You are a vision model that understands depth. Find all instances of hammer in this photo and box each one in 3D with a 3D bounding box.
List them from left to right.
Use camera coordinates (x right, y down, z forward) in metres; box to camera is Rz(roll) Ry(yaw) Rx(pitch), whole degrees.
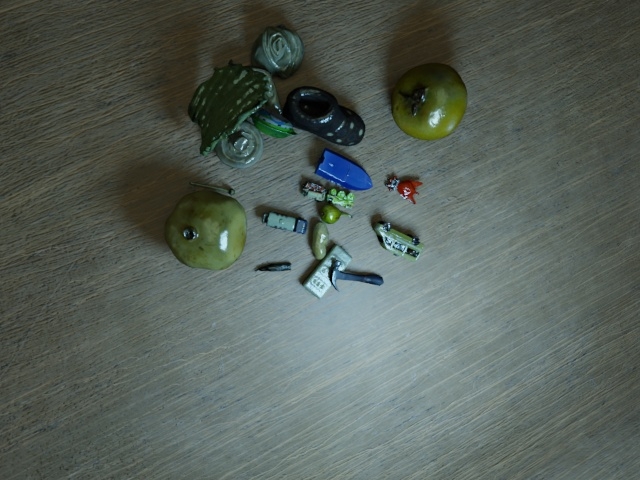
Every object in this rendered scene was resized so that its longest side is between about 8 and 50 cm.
[{"bbox_3d":[-0.464,-0.225,1.843,0.195,0.060,0.028,10,92,-9],"label":"hammer"},{"bbox_3d":[0.171,0.178,1.976,0.289,0.037,0.137,12,100,-29],"label":"hammer"}]

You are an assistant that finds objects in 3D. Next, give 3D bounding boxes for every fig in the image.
[{"bbox_3d":[0.064,-0.108,1.965,0.166,0.093,0.093,20,90,-50],"label":"fig"}]

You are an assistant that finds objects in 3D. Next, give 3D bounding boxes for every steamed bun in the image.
[{"bbox_3d":[-0.173,-0.807,1.815,0.217,0.144,0.211,18,90,-14],"label":"steamed bun"}]

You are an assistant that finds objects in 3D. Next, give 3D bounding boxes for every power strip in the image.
[{"bbox_3d":[0.034,0.136,1.967,0.105,0.070,0.257,40,84,-13],"label":"power strip"}]

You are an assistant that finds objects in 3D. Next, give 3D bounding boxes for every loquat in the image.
[{"bbox_3d":[0.489,-0.605,1.905,0.359,0.328,0.329,-15,100,-55],"label":"loquat"}]

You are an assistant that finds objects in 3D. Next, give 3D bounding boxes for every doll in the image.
[{"bbox_3d":[0.388,-0.247,2.021,0.169,0.057,0.109,19,92,-14],"label":"doll"}]

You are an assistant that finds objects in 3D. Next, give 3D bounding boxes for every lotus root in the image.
[{"bbox_3d":[-0.274,-0.646,1.819,0.260,0.074,0.170,13,113,-11],"label":"lotus root"}]

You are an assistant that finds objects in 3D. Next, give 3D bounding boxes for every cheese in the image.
[{"bbox_3d":[-0.238,-0.501,1.775,0.320,0.204,0.083,29,112,10],"label":"cheese"}]

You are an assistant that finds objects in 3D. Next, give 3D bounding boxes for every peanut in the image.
[{"bbox_3d":[0.000,0.000,1.946,0.080,0.080,0.175,1,97,-12],"label":"peanut"}]

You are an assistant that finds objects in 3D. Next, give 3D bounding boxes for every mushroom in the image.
[{"bbox_3d":[-0.334,-0.399,1.775,0.207,0.215,0.208,-2,100,-13],"label":"mushroom"}]

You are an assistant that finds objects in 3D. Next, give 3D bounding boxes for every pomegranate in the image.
[{"bbox_3d":[-0.449,-0.038,1.730,0.332,0.332,0.333,-1,94,-12],"label":"pomegranate"}]

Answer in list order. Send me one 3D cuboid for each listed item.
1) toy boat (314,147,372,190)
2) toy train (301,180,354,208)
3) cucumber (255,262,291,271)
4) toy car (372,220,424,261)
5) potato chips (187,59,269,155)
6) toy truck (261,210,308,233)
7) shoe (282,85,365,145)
[{"bbox_3d":[0.116,-0.301,1.951,0.295,0.088,0.129,22,89,-24],"label":"toy boat"},{"bbox_3d":[0.033,-0.206,1.950,0.249,0.053,0.085,14,97,-13],"label":"toy train"},{"bbox_3d":[-0.210,0.121,1.931,0.163,0.043,0.039,-1,57,-14],"label":"cucumber"},{"bbox_3d":[0.350,0.005,2.009,0.256,0.101,0.124,24,92,-14],"label":"toy car"},{"bbox_3d":[-0.371,-0.526,1.693,0.389,0.097,0.373,-32,58,21],"label":"potato chips"},{"bbox_3d":[-0.156,-0.082,1.900,0.201,0.088,0.074,13,90,-13],"label":"toy truck"},{"bbox_3d":[0.033,-0.526,1.832,0.383,0.237,0.171,17,90,-12],"label":"shoe"}]
